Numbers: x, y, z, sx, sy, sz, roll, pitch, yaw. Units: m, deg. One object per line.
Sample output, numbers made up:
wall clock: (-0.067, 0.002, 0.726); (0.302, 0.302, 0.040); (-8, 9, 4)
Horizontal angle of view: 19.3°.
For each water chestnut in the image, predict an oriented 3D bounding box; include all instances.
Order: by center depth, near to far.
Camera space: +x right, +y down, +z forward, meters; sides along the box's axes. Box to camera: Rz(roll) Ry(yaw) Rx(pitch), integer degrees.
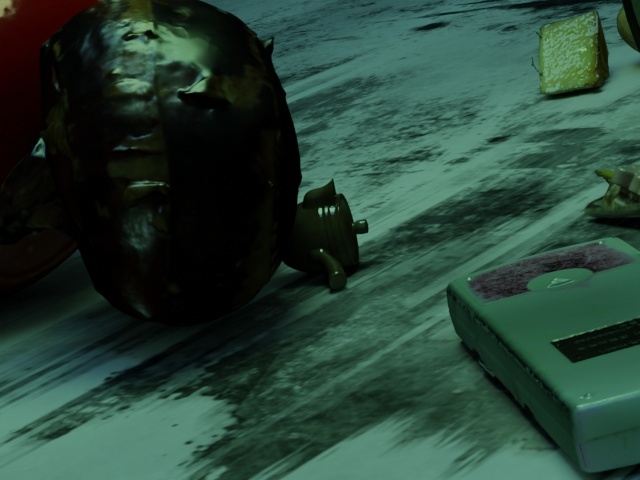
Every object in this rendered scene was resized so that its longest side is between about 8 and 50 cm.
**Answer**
water chestnut: (-0.153, -0.066, 1.593); (0.300, 0.300, 0.300); (-13, 14, 3)

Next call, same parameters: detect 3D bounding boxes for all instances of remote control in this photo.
remote control: (0.186, 0.065, 1.236); (0.145, 0.050, 0.344); (-15, 13, -5)

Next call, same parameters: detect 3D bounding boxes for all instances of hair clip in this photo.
hair clip: (0.283, -0.034, 1.539); (0.062, 0.056, 0.214); (17, 1, -24)

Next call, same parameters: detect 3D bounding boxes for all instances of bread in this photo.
bread: (0.289, -0.216, 2.203); (0.084, 0.080, 0.109); (-11, 11, 18)

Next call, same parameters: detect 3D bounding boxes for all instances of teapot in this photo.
teapot: (0.000, 0.000, 1.633); (0.080, 0.085, 0.110); (-13, 33, 11)

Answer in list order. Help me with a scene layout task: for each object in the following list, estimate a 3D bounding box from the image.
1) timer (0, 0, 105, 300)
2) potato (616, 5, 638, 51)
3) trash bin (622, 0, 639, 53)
timer: (-0.342, -0.106, 1.788); (0.279, 0.378, 0.378); (42, 40, 17)
potato: (0.448, -0.270, 2.172); (0.161, 0.128, 0.235); (-13, 8, -17)
trash bin: (0.545, -0.298, 1.897); (0.432, 0.280, 0.280); (-19, 14, -10)
